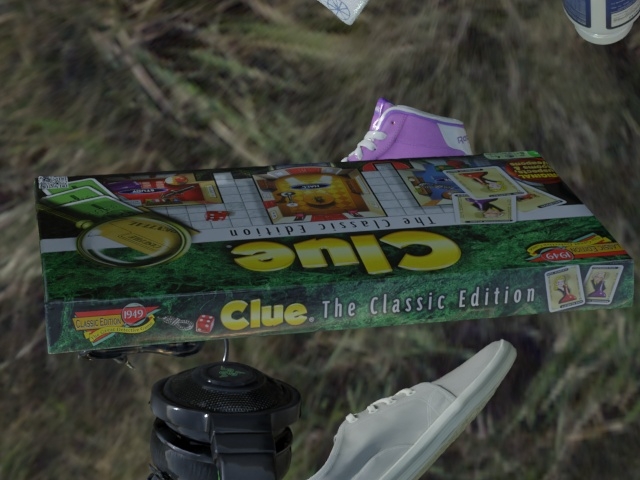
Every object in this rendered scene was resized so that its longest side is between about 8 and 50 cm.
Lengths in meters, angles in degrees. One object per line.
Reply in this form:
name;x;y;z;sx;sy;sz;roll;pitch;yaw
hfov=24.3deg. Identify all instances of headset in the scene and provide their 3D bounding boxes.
headset;-0.121;0.205;1.309;0.185;0.394;0.243;2;128;-13

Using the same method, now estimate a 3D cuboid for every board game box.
board game box;0.000;0.000;0.693;0.259;0.136;0.030;-4;118;-12

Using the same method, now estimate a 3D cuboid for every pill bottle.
pill bottle;0.222;-0.204;1.164;0.067;0.120;0.067;-4;68;10

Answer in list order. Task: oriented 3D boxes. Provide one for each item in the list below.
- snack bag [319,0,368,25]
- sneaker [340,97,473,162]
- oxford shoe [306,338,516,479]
snack bag;-0.020;-0.407;1.549;0.323;0.037;0.342;39;148;-6
sneaker;0.047;-0.090;1.823;0.282;0.102;0.161;-8;98;5
oxford shoe;0.106;0.266;2.038;0.130;0.169;0.449;43;63;14
